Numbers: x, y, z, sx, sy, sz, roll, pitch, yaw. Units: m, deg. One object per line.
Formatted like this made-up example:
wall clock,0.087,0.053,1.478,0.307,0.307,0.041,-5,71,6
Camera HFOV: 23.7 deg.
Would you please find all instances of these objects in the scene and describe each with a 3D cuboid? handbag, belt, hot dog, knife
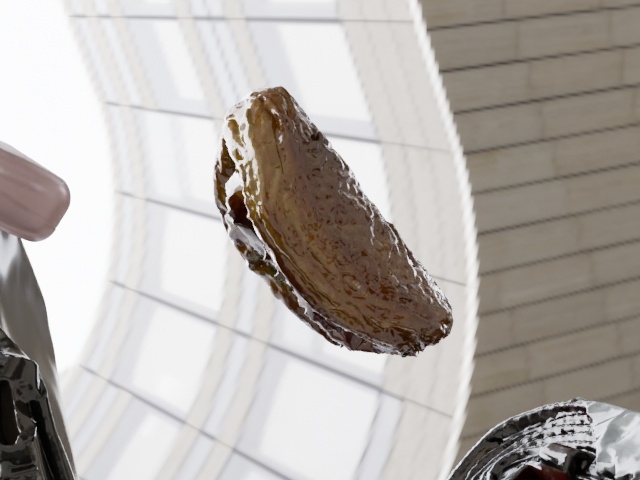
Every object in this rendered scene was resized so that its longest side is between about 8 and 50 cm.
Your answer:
handbag,-0.235,0.095,1.062,0.113,0.285,0.257,-9,-37,-13
belt,0.228,0.236,1.228,0.184,0.289,0.164,-39,-76,-22
hot dog,0.002,-0.001,1.097,0.099,0.160,0.227,-42,-89,-8
knife,-0.223,-0.062,0.723,0.043,0.081,0.336,-58,-29,-1
